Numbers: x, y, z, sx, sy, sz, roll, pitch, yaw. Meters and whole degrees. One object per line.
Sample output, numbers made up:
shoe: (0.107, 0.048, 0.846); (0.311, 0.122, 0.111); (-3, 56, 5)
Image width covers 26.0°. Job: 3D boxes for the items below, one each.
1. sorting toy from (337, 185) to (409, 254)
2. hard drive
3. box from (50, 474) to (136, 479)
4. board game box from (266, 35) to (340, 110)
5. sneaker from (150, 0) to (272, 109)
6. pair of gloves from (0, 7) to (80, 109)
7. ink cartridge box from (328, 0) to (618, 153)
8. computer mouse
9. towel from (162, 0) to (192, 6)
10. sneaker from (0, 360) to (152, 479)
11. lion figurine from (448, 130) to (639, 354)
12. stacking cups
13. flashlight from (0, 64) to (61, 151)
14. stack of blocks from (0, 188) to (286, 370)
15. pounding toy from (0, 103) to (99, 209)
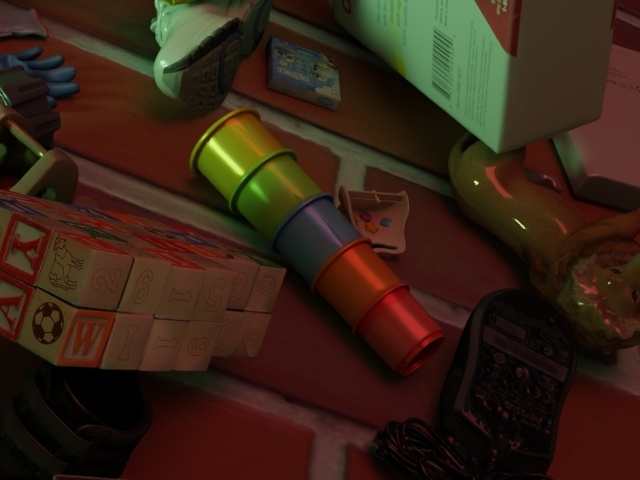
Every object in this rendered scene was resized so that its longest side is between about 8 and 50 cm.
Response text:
sorting toy: (0.059, -0.016, 1.499); (0.083, 0.045, 0.075); (4, 51, -31)
hard drive: (0.408, -0.163, 1.901); (0.233, 0.047, 0.353); (13, 39, -21)
box: (-0.111, 0.289, 0.910); (0.167, 0.168, 0.203); (9, 41, -25)
board game box: (-0.021, -0.204, 1.681); (0.090, 0.020, 0.090); (16, 40, -18)
sneaker: (-0.145, -0.241, 1.593); (0.129, 0.111, 0.297); (18, 30, 4)
pair of gloves: (-0.349, -0.208, 1.463); (0.159, 0.023, 0.198); (-2, 47, -36)
ink cartridge box: (0.171, -0.326, 1.645); (0.160, 0.279, 0.384); (-20, 42, -23)
computer mouse: (0.164, 0.160, 1.343); (0.188, 0.072, 0.272); (31, 48, -2)
towel: (-0.114, -0.315, 1.607); (0.102, 0.021, 0.237); (30, 36, 33)
sneaker: (-0.238, 0.169, 0.986); (0.104, 0.147, 0.296); (44, 40, 16)
lion figurine: (0.256, -0.023, 1.585); (0.240, 0.142, 0.392); (-22, 46, -38)
stacking cups: (0.000, 0.000, 1.390); (0.096, 0.096, 0.316); (-20, 59, -46)
flashlight: (-0.373, -0.092, 1.243); (0.103, 0.103, 0.304); (39, 38, 18)
stack of blocks: (-0.154, 0.036, 1.117); (0.171, 0.087, 0.297); (22, 6, 32)
pounding toy: (-0.266, -0.003, 1.164); (0.155, 0.154, 0.269); (40, 38, 14)
